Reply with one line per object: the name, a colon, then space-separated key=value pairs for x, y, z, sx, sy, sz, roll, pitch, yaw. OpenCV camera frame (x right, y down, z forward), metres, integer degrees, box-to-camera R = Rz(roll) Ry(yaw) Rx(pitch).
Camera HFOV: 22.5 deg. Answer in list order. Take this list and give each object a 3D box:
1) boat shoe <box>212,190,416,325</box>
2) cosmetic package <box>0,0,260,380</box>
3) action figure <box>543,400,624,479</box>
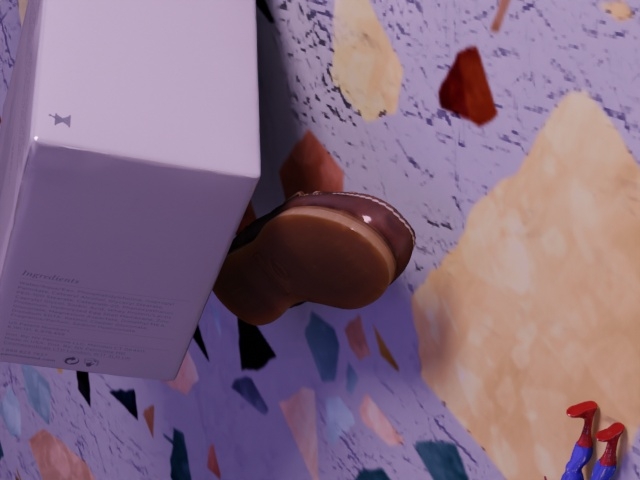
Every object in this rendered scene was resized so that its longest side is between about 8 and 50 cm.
boat shoe: x=0.000 y=0.000 z=0.979 sx=0.073 sy=0.073 sz=0.207 roll=54 pitch=153 yaw=-12
cosmetic package: x=-0.130 y=-0.067 z=1.030 sx=0.224 sy=0.138 sz=0.224 roll=114 pitch=158 yaw=-50
action figure: x=0.137 y=0.142 z=0.862 sx=0.038 sy=0.030 sz=0.115 roll=35 pitch=134 yaw=42
